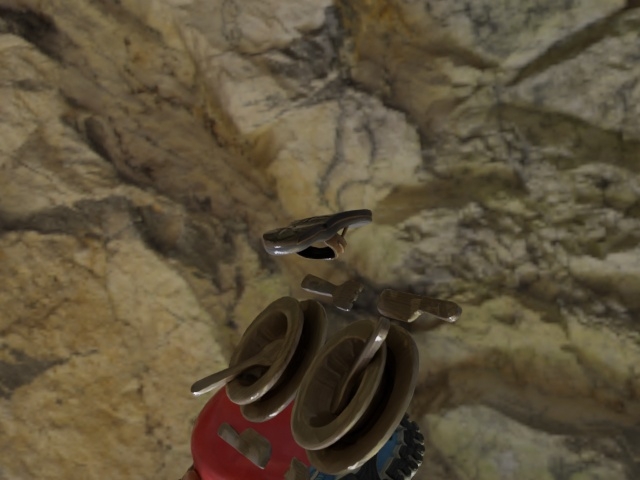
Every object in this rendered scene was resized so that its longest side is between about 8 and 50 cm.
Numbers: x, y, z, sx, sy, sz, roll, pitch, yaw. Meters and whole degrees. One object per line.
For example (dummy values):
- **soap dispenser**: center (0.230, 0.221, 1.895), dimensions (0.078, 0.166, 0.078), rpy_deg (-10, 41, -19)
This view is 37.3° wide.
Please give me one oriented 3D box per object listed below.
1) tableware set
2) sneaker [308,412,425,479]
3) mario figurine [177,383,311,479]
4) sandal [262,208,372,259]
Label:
- **tableware set**: center (-0.013, 0.073, 0.546), dimensions (0.039, 0.194, 0.128), rpy_deg (34, -101, -23)
- **sneaker**: center (0.012, 0.165, 0.556), dimensions (0.063, 0.073, 0.162), rpy_deg (41, -144, -3)
- **mario figurine**: center (-0.084, 0.257, 0.748), dimensions (0.198, 0.170, 0.321), rpy_deg (17, -92, -68)
- **sandal**: center (0.000, 0.000, 1.216), dimensions (0.219, 0.090, 0.060), rpy_deg (-25, -75, -65)
